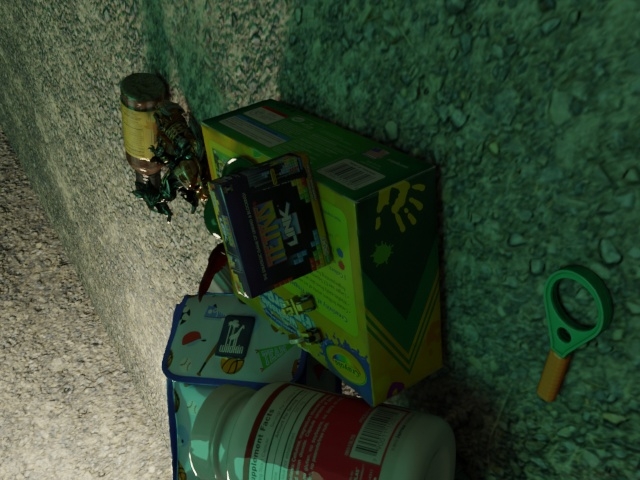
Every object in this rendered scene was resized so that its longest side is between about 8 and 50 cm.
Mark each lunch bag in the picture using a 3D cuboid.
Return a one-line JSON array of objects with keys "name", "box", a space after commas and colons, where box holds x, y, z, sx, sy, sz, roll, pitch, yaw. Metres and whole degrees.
[{"name": "lunch bag", "box": [-0.135, 0.296, 1.586, 0.328, 0.239, 0.385, 0, 93, 22]}]

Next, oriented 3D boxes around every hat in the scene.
[{"name": "hat", "box": [-0.177, -0.025, 1.233, 0.208, 0.183, 0.173, 3, 112, 57]}]

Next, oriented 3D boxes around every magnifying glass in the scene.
[{"name": "magnifying glass", "box": [0.319, 0.128, 1.026, 0.092, 0.026, 0.231, 42, 146, 37]}]

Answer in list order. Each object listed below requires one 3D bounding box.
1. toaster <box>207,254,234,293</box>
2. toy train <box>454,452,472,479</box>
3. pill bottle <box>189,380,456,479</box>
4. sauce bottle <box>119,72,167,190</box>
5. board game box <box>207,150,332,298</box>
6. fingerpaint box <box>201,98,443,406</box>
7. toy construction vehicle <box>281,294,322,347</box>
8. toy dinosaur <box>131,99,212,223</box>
[{"name": "toaster", "box": [-0.171, 0.127, 1.772, 0.146, 0.129, 0.227, 49, 147, 20]}, {"name": "toy train", "box": [0.227, 0.494, 1.378, 0.334, 0.142, 0.190, 50, 140, 26]}, {"name": "pill bottle", "box": [-0.002, 0.361, 1.294, 0.407, 0.229, 0.229, 7, 122, 28]}, {"name": "sauce bottle", "box": [-0.428, -0.248, 1.929, 0.111, 0.111, 0.344, 49, 150, 27]}, {"name": "board game box", "box": [-0.068, -0.023, 1.100, 0.048, 0.141, 0.170, 17, 125, 55]}, {"name": "fingerpaint box", "box": [0.000, 0.000, 1.327, 0.445, 0.163, 0.371, 31, 136, 48]}, {"name": "toy construction vehicle", "box": [-0.037, 0.132, 1.279, 0.098, 0.035, 0.086, -5, 108, 61]}, {"name": "toy dinosaur", "box": [-0.307, -0.151, 1.771, 0.218, 0.164, 0.322, -39, 56, 46]}]
